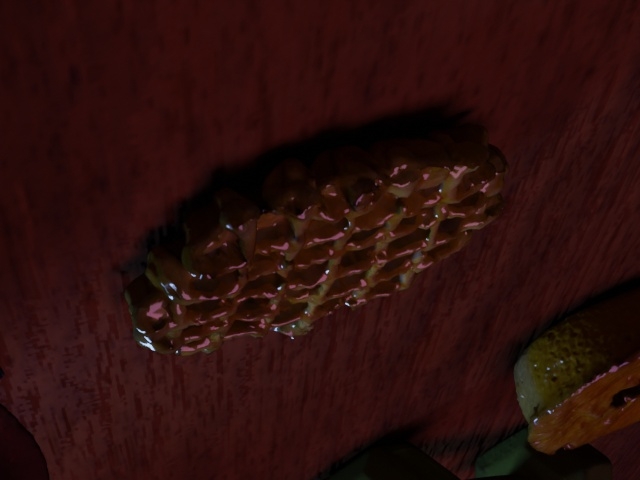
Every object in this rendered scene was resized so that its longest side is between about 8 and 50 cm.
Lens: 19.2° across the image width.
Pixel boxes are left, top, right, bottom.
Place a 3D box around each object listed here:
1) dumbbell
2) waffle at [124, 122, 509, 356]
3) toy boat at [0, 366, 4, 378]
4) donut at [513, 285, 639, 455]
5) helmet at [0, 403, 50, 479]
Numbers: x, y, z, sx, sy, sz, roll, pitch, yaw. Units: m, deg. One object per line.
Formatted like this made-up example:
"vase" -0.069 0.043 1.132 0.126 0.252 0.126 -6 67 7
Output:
"dumbbell" 0.119 0.209 1.475 0.302 0.121 0.108 3 118 -53
"waffle" 0.000 0.002 0.868 0.191 0.038 0.191 -23 161 -8
"toy boat" -0.190 0.069 0.776 0.141 0.055 0.060 -36 -177 32
"donut" 0.211 0.080 1.319 0.178 0.065 0.162 -10 151 -36
"helmet" -0.272 0.214 0.707 0.385 0.230 0.337 -20 151 7
